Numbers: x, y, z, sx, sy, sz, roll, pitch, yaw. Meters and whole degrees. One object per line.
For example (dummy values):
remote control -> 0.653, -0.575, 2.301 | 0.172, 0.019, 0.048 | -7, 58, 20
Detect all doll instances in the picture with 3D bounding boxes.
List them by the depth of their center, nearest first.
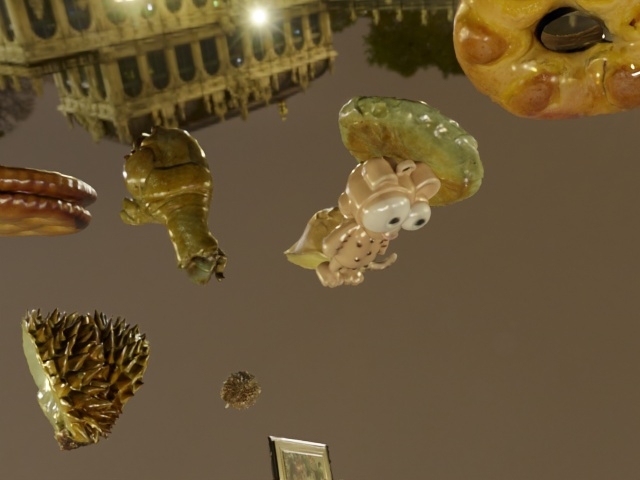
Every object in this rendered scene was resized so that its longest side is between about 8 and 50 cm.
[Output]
doll -> 0.085, -0.024, 1.052 | 0.154, 0.278, 0.119 | -9, -126, -25

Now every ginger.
ginger -> -0.002, 0.002, 1.281 | 0.115, 0.122, 0.193 | 11, 169, -36

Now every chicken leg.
chicken leg -> -0.166, -0.042, 0.726 | 0.103, 0.088, 0.227 | 4, -128, -33

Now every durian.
durian -> -0.267, 0.145, 0.723 | 0.145, 0.139, 0.252 | 9, -175, -40
durian -> -0.168, 0.316, 1.350 | 0.091, 0.080, 0.080 | -54, -142, -3

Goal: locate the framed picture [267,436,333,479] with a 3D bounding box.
framed picture -> -0.023, 0.474, 1.232 | 0.010, 0.199, 0.195 | -28, -124, 26

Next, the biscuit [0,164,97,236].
biscuit -> -0.392, -0.044, 0.800 | 0.221, 0.066, 0.220 | 0, 174, 0

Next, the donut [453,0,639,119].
donut -> 0.348, -0.303, 0.893 | 0.317, 0.299, 0.150 | 30, -138, -8

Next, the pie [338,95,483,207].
pie -> 0.174, -0.170, 1.255 | 0.307, 0.306, 0.071 | 16, -118, 38
